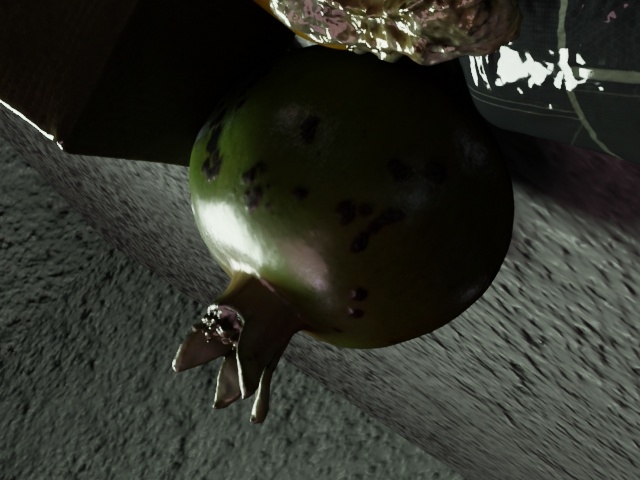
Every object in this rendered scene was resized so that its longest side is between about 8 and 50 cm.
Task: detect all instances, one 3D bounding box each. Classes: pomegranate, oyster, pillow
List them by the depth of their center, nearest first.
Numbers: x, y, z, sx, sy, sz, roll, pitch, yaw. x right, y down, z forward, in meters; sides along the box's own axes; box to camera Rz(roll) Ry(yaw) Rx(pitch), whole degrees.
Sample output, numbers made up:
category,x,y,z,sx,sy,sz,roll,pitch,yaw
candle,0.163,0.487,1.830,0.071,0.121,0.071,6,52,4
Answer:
category,x,y,z,sx,sy,sz,roll,pitch,yaw
oyster,0.049,-0.129,0.719,0.132,0.072,0.209,7,171,-41
pillow,0.189,-0.109,0.729,0.335,0.092,0.162,24,151,51
pomegranate,-0.007,-0.024,1.092,0.291,0.323,0.291,53,161,28

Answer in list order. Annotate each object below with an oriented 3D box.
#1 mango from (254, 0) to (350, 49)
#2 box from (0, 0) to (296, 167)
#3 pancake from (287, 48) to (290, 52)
category,x,y,z,sx,sy,sz,roll,pitch,yaw
mango,0.007,-0.194,0.973,0.190,0.098,0.075,29,128,28
box,-0.159,-0.179,1.109,0.143,0.184,0.273,33,-167,22
pancake,-0.040,-0.170,1.341,0.266,0.057,0.244,32,157,16
